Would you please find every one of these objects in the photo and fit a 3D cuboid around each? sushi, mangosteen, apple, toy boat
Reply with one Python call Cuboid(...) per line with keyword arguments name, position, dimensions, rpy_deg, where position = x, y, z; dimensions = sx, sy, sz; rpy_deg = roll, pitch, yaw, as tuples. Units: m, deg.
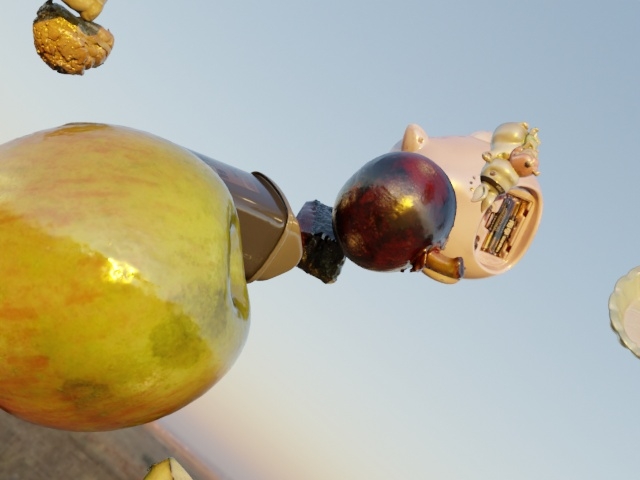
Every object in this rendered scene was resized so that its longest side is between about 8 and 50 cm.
Cuboid(name="sushi", position=(0.000, 0.000, 1.680), dimensions=(0.126, 0.136, 0.225), rpy_deg=(21, 14, 1))
Cuboid(name="mangosteen", position=(0.153, -0.022, 1.424), dimensions=(0.261, 0.235, 0.235), rpy_deg=(51, -13, 19))
Cuboid(name="apple", position=(-0.235, 0.035, 0.878), dimensions=(0.340, 0.339, 0.339), rpy_deg=(36, -17, 13))
Cuboid(name="toy boat", position=(0.674, 0.153, 1.629), dimensions=(0.199, 0.290, 0.100), rpy_deg=(29, -36, 11))

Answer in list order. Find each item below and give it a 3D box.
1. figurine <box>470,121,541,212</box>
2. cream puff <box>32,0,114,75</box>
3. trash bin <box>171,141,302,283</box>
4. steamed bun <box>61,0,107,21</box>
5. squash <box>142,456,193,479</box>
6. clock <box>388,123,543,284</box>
Cuboid(name="figurine", position=(0.291, -0.120, 1.256), dimensions=(0.081, 0.146, 0.098), rpy_deg=(32, -32, -14))
Cuboid(name="cream puff", position=(-0.399, -0.316, 1.277), dimensions=(0.119, 0.104, 0.133), rpy_deg=(34, 4, 16))
Cuboid(name="trash bin", position=(-0.179, -0.048, 1.457), dimensions=(0.290, 0.182, 0.209), rpy_deg=(23, 20, -38))
Cuboid(name="steamed bun", position=(-0.377, -0.471, 1.167), dimensions=(0.295, 0.137, 0.292), rpy_deg=(57, 26, 6))
Cuboid(name="squash", position=(-0.194, 0.492, 1.338), dimensions=(0.289, 0.111, 0.203), rpy_deg=(40, 27, -56))
Cuboid(name="clock", position=(0.307, -0.081, 1.818), dimensions=(0.377, 0.368, 0.250), rpy_deg=(18, 11, -31))
